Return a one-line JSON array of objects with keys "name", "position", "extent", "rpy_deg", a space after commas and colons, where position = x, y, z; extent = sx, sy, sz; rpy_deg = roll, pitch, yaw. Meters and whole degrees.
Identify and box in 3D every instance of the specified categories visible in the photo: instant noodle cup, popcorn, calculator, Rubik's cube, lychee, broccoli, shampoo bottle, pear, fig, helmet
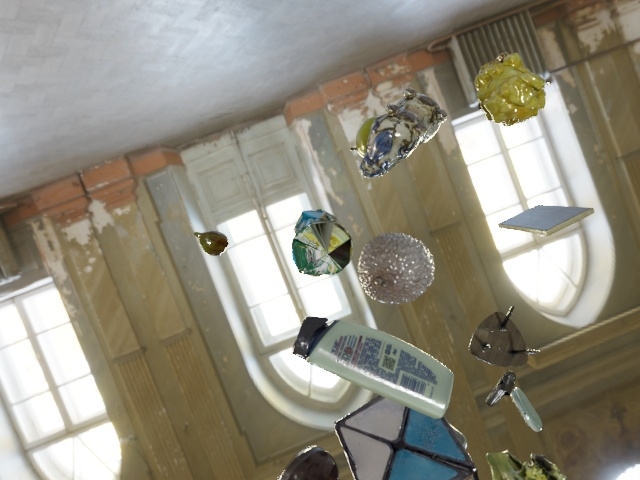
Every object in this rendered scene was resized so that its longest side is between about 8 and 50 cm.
[{"name": "instant noodle cup", "position": [0.000, 0.000, 1.563], "extent": [0.239, 0.241, 0.178], "rpy_deg": [-21, -155, 4]}, {"name": "popcorn", "position": [0.653, -0.522, 1.437], "extent": [0.215, 0.251, 0.286], "rpy_deg": [-53, -171, 30]}, {"name": "calculator", "position": [0.870, 0.711, 1.738], "extent": [0.042, 0.184, 0.295], "rpy_deg": [-35, 151, 16]}, {"name": "Rubik's cube", "position": [0.254, 0.621, 1.192], "extent": [0.304, 0.310, 0.307], "rpy_deg": [-30, -135, 2]}, {"name": "lychee", "position": [0.387, 0.139, 2.086], "extent": [0.380, 0.381, 0.432], "rpy_deg": [-20, -174, 36]}, {"name": "broccoli", "position": [0.707, 0.892, 1.430], "extent": [0.333, 0.273, 0.324], "rpy_deg": [8, 160, -31]}, {"name": "shampoo bottle", "position": [0.119, 0.271, 0.942], "extent": [0.078, 0.358, 0.134], "rpy_deg": [101, 13, -61]}, {"name": "pear", "position": [0.202, -0.358, 1.509], "extent": [0.180, 0.167, 0.216], "rpy_deg": [-4, 169, -43]}, {"name": "fig", "position": [-0.470, 0.000, 1.757], "extent": [0.103, 0.154, 0.109], "rpy_deg": [-12, -132, 45]}, {"name": "helmet", "position": [-0.047, 0.921, 1.565], "extent": [0.224, 0.177, 0.305], "rpy_deg": [26, -149, 26]}]

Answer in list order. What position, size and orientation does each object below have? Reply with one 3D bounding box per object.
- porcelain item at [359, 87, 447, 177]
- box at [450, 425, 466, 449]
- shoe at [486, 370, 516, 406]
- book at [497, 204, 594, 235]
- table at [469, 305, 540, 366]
[{"name": "porcelain item", "position": [0.215, -0.277, 1.090], "extent": [0.288, 0.137, 0.186], "rpy_deg": [-46, 169, -44]}, {"name": "box", "position": [0.336, 0.830, 1.704], "extent": [0.395, 0.111, 0.395], "rpy_deg": [-14, -164, -28]}, {"name": "shoe", "position": [0.688, 0.568, 1.541], "extent": [0.159, 0.062, 0.053], "rpy_deg": [-53, -164, 6]}, {"name": "book", "position": [0.799, -0.079, 1.481], "extent": [0.190, 0.025, 0.269], "rpy_deg": [-25, -169, -6]}, {"name": "table", "position": [1.016, 0.535, 2.208], "extent": [0.316, 0.318, 0.249], "rpy_deg": [-21, 157, -5]}]
